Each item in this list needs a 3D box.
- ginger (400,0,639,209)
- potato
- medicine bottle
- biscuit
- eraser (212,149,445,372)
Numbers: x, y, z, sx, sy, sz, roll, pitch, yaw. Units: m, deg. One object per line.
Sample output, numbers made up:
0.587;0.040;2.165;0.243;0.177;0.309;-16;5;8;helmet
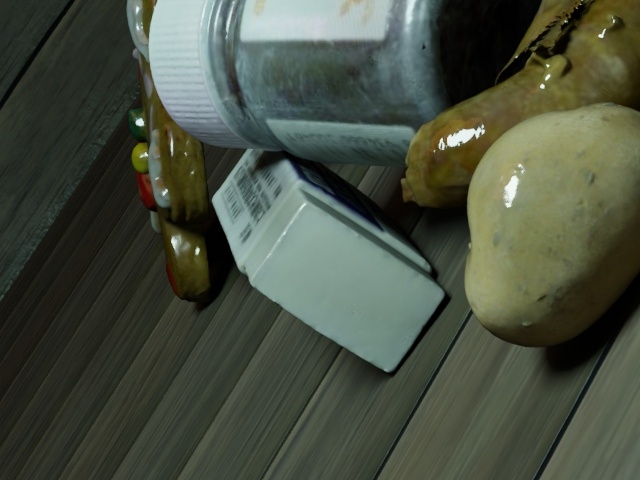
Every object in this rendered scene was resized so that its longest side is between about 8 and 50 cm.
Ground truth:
0.172;-0.139;1.037;0.107;0.133;0.309;5;68;61;ginger
0.132;-0.011;0.929;0.147;0.112;0.112;-62;15;-2;potato
0.021;-0.135;1.179;0.273;0.165;0.165;8;60;45;medicine bottle
-0.156;-0.079;1.705;0.432;0.064;0.283;110;152;-75;biscuit
0.000;0.000;1.264;0.081;0.124;0.279;-54;15;6;eraser
